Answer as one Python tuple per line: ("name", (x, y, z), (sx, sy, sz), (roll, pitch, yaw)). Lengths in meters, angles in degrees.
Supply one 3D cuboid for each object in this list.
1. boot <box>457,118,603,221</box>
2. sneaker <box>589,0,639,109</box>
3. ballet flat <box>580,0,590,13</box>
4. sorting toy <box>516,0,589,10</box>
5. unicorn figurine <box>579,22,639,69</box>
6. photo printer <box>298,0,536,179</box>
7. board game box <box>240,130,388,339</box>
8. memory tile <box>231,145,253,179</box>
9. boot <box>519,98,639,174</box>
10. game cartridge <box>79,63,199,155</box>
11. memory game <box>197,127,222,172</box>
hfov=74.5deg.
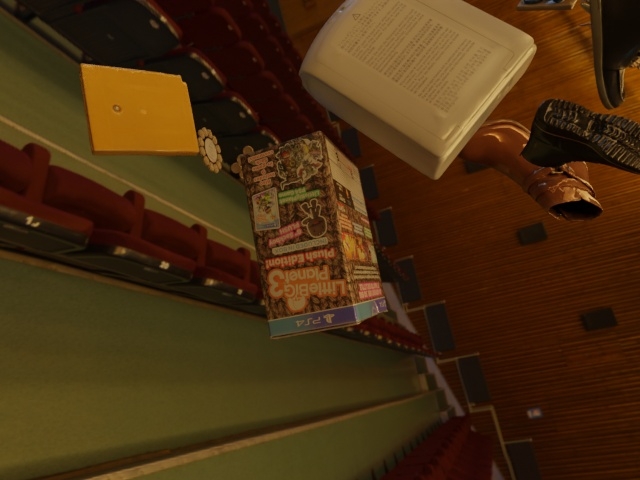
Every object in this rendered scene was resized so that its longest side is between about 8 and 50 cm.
("boot", (0.428, -0.137, 0.882), (0.109, 0.283, 0.220), (111, -18, -51))
("sneaker", (0.530, -0.329, 0.708), (0.222, 0.118, 0.083), (56, 46, -33))
("ballet flat", (0.626, -0.573, 0.973), (0.188, 0.070, 0.070), (28, 42, -27))
("sorting toy", (0.613, -0.651, 1.102), (0.132, 0.274, 0.046), (-52, 144, -31))
("unicorn figurine", (0.661, -0.446, 0.916), (0.060, 0.111, 0.162), (79, 4, -65))
("photo printer", (0.136, -0.279, 0.679), (0.307, 0.256, 0.107), (38, -5, 16))
("board game box", (0.000, 0.000, 0.726), (0.232, 0.140, 0.292), (15, 63, -70))
("memory tile", (-0.233, -0.253, 1.494), (0.148, 0.113, 0.012), (35, 14, -12))
("boot", (0.447, -0.148, 0.712), (0.197, 0.077, 0.137), (38, -11, 20))
("game cartridge", (-0.577, -0.411, 1.359), (0.323, 0.052, 0.286), (-7, 81, -36))
("memory game", (-0.445, -0.363, 1.700), (0.186, 0.012, 0.187), (-11, 90, -77))
